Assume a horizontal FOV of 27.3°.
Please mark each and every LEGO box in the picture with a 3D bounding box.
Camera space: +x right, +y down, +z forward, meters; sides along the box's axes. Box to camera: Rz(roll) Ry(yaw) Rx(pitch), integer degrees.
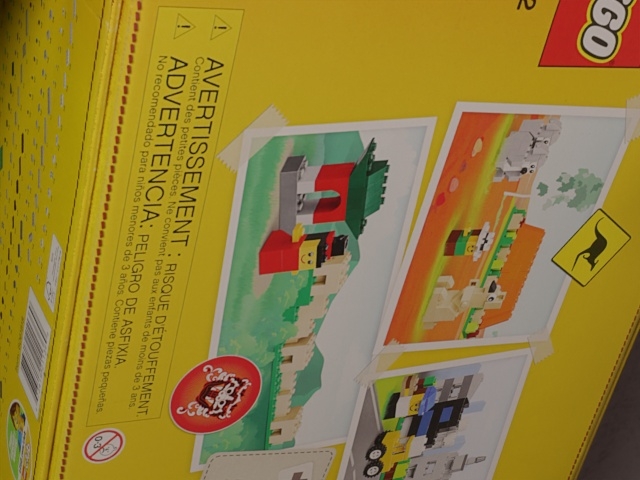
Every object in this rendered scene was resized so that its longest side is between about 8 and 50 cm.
[{"bbox_3d":[0.000,0.000,0.761,0.373,0.193,0.500,-3,124,-29],"label":"LEGO box"}]
